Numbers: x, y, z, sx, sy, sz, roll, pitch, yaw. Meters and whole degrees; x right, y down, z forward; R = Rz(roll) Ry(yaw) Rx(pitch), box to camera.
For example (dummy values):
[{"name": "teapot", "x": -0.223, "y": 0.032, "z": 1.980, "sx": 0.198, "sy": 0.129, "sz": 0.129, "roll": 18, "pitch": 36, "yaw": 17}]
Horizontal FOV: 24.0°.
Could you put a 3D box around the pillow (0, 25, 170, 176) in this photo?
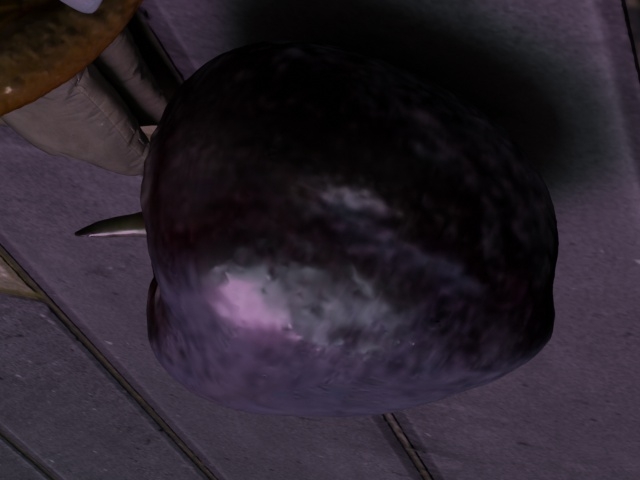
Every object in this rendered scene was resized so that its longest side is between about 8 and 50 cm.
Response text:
[{"name": "pillow", "x": -0.176, "y": -0.112, "z": 0.996, "sx": 0.134, "sy": 0.078, "sz": 0.181, "roll": 11, "pitch": 157, "yaw": 26}]

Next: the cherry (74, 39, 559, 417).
[{"name": "cherry", "x": 0.000, "y": 0.000, "z": 0.919, "sx": 0.296, "sy": 0.218, "sz": 0.255, "roll": 13, "pitch": 148, "yaw": 5}]

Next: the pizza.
[{"name": "pizza", "x": -0.184, "y": -0.155, "z": 0.863, "sx": 0.161, "sy": 0.182, "sz": 0.062, "roll": 62, "pitch": 171, "yaw": 15}]

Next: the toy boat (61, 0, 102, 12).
[{"name": "toy boat", "x": -0.223, "y": -0.224, "z": 0.766, "sx": 0.290, "sy": 0.100, "sz": 0.199, "roll": 27, "pitch": 150, "yaw": -9}]
